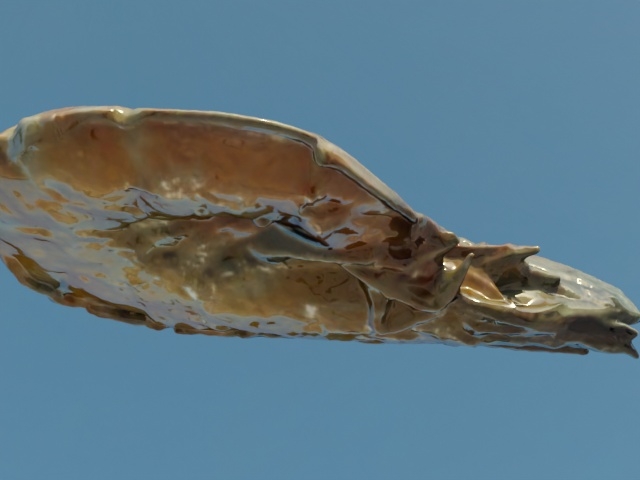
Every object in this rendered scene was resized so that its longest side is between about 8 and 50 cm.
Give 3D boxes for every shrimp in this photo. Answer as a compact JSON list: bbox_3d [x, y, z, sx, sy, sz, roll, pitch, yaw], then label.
[{"bbox_3d":[0.000,0.000,0.538,0.316,0.164,0.062,9,-118,-4],"label":"shrimp"}]
